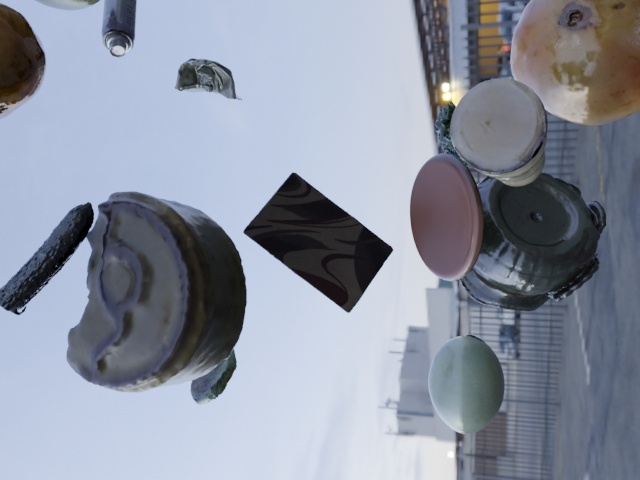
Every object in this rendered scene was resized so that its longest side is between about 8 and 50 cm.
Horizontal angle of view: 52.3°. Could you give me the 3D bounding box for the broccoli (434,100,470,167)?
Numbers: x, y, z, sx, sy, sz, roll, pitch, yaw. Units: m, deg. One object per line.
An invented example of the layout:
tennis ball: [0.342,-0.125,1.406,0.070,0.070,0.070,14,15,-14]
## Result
broccoli: [0.357,-0.252,1.533,0.167,0.160,0.154,56,-163,22]

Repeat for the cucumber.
cucumber: [-0.507,0.030,1.232,0.245,0.067,0.067,-51,-27,-11]

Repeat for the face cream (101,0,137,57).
face cream: [-0.459,-0.514,1.493,0.075,0.075,0.229,64,-164,-58]

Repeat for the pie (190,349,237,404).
pie: [-0.353,0.432,2.163,0.054,0.240,0.240,34,-132,-24]

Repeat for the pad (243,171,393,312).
pad: [0.000,0.000,1.620,0.220,0.330,0.004,-53,1,-23]

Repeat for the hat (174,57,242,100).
hat: [-0.370,-0.555,2.226,0.244,0.214,0.149,-76,-5,-67]

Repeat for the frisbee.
frisbee: [0.239,-0.044,1.274,0.251,0.021,0.251,173,90,-69]

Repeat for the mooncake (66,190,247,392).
mooncake: [-0.356,0.106,1.344,0.246,0.393,0.394,3,-116,-63]

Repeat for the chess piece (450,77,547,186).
chess piece: [0.301,-0.150,1.047,0.261,0.143,0.142,18,-106,-66]

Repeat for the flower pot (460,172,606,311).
flower pot: [0.440,-0.002,1.388,0.213,0.302,0.302,102,179,-58]

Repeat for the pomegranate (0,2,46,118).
pomegranate: [-0.661,-0.348,1.252,0.248,0.248,0.248,1,-90,-74]

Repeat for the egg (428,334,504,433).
egg: [0.365,0.361,1.633,0.186,0.186,0.253,-25,-62,-73]

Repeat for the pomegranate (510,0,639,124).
pomegranate: [0.702,-0.486,1.649,0.411,0.411,0.411,1,-90,-74]

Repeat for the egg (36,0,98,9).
egg: [-0.554,-0.602,1.339,0.269,0.219,0.219,49,-156,-4]
